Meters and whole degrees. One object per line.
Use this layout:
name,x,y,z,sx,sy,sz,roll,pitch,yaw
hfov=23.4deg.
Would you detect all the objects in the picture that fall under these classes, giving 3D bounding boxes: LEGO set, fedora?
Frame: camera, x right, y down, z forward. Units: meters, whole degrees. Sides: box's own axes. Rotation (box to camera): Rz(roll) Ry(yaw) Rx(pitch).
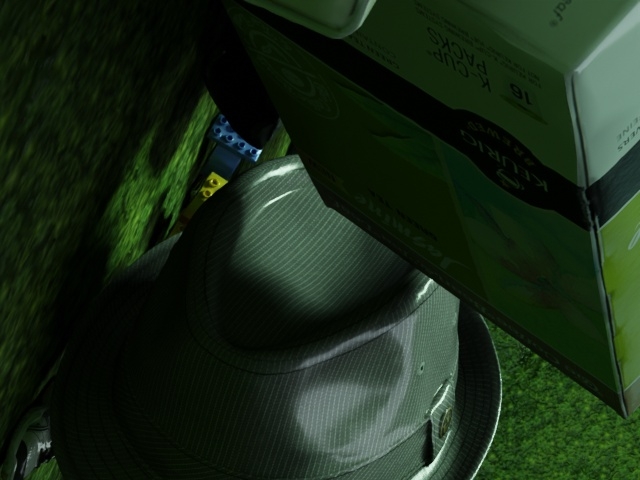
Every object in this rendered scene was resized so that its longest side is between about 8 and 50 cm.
LEGO set,-0.051,-0.023,1.025,0.227,0.087,0.093,-64,-172,-26
fedora,-0.013,0.047,0.855,0.275,0.244,0.124,-40,153,-40

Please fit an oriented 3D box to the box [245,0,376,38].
box,0.006,-0.192,0.418,0.232,0.127,0.148,-62,175,-45

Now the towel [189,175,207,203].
towel,-0.083,-0.036,1.124,0.083,0.009,0.060,-62,175,-47

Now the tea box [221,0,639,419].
tea box,0.144,-0.150,0.691,0.329,0.220,0.323,-47,151,-12

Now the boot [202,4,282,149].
boot,0.020,-0.140,0.978,0.223,0.118,0.338,-41,168,-9

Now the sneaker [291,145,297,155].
sneaker,0.025,-0.146,1.628,0.073,0.063,0.162,102,11,-59

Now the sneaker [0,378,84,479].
sneaker,-0.149,0.109,0.866,0.032,0.037,0.083,-66,176,37

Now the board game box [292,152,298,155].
board game box,-0.054,0.026,1.138,0.136,0.035,0.201,-22,-144,44
